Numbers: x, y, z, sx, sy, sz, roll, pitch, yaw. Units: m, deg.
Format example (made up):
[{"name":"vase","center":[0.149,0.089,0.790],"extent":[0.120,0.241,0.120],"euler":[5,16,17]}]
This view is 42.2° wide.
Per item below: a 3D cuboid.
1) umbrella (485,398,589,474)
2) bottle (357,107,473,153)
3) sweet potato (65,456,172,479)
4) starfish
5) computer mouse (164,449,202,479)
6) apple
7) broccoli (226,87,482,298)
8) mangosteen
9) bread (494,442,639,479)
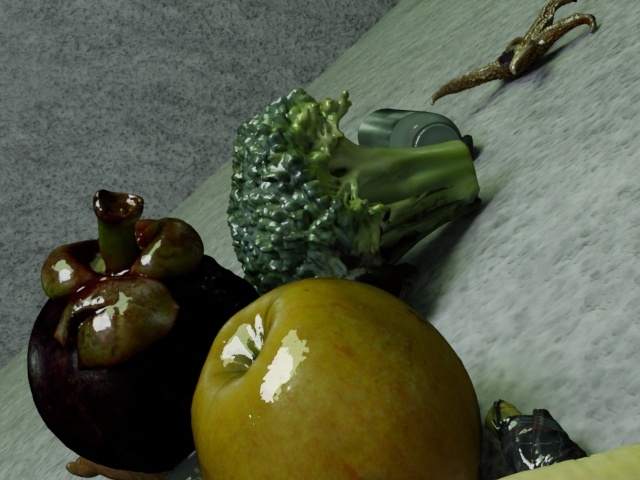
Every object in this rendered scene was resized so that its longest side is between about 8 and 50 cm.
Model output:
[{"name":"umbrella","center":[0.121,0.116,0.403],"extent":[0.037,0.040,0.144],"euler":[-35,18,-4]},{"name":"bottle","center":[0.116,-0.124,1.035],"extent":[0.096,0.079,0.253],"euler":[-4,10,-9]},{"name":"sweet potato","center":[-0.181,0.213,0.825],"extent":[0.226,0.068,0.068],"euler":[-17,28,44]},{"name":"starfish","center":[0.243,-0.233,1.065],"extent":[0.238,0.057,0.213],"euler":[-36,7,4]},{"name":"computer mouse","center":[-0.096,0.222,0.603],"extent":[0.192,0.062,0.106],"euler":[-54,19,-21]},{"name":"apple","center":[0.004,0.107,0.492],"extent":[0.182,0.155,0.182],"euler":[-37,16,12]},{"name":"broccoli","center":[0.039,-0.016,0.779],"extent":[0.244,0.262,0.247],"euler":[-20,44,-17]},{"name":"mangosteen","center":[-0.151,0.069,0.701],"extent":[0.212,0.249,0.211],"euler":[-10,26,5]},{"name":"bread","center":[0.065,0.124,0.229],"extent":[0.264,0.163,0.168],"euler":[-42,28,-4]}]
